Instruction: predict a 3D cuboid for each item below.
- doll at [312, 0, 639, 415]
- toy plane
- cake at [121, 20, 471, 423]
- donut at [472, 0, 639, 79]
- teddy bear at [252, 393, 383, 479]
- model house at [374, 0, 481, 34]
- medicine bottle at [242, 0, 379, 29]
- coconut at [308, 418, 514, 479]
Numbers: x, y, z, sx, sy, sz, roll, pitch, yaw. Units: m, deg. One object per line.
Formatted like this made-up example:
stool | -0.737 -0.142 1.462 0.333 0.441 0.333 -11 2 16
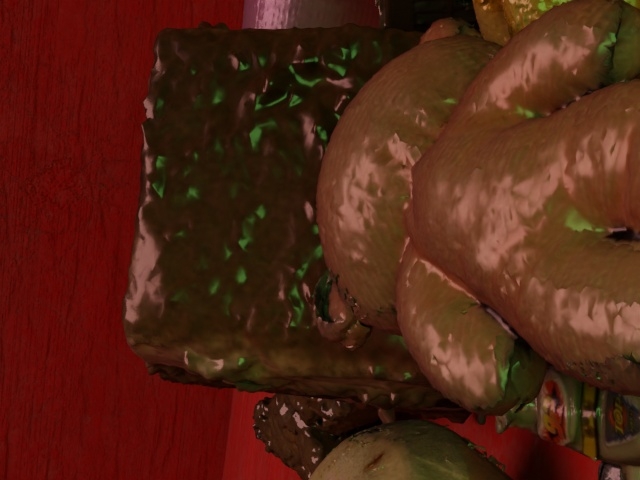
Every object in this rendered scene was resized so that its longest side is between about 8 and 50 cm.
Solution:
doll | 0.114 -0.005 0.478 0.303 0.156 0.201 25 92 61
toy plane | 0.140 0.092 0.581 0.286 0.108 0.092 65 -151 -85
cake | 0.000 0.000 0.778 0.290 0.255 0.282 38 -125 -73
donut | 0.138 -0.140 0.618 0.190 0.074 0.174 71 -178 -83
teddy bear | 0.022 0.151 1.047 0.256 0.156 0.267 108 166 -45
model house | 0.093 -0.244 0.933 0.248 0.176 0.181 69 -157 -75
medicine bottle | 0.030 -0.404 1.137 0.219 0.219 0.389 -105 24 -64
coconut | 0.076 0.218 0.698 0.170 0.183 0.171 -32 34 26
